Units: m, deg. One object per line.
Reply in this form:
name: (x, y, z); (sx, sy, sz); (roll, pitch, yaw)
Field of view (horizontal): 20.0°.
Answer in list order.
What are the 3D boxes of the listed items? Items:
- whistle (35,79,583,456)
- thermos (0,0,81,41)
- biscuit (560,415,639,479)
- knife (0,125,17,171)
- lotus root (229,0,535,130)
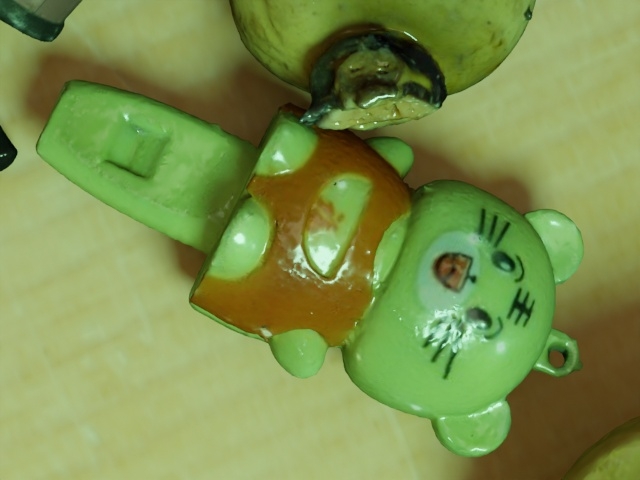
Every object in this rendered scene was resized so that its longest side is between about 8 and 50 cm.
whistle: (0.000, 0.000, 0.881); (0.288, 0.106, 0.131); (26, 78, -6)
thermos: (-0.055, -0.243, 0.824); (0.109, 0.136, 0.330); (37, 102, -28)
biscuit: (0.252, 0.252, 0.835); (0.385, 0.062, 0.365); (28, 107, 7)
knife: (-0.210, -0.137, 0.887); (0.028, 0.060, 0.230); (-28, 88, -32)
lotus root: (0.033, -0.157, 0.888); (0.154, 0.140, 0.257); (3, 69, 6)
